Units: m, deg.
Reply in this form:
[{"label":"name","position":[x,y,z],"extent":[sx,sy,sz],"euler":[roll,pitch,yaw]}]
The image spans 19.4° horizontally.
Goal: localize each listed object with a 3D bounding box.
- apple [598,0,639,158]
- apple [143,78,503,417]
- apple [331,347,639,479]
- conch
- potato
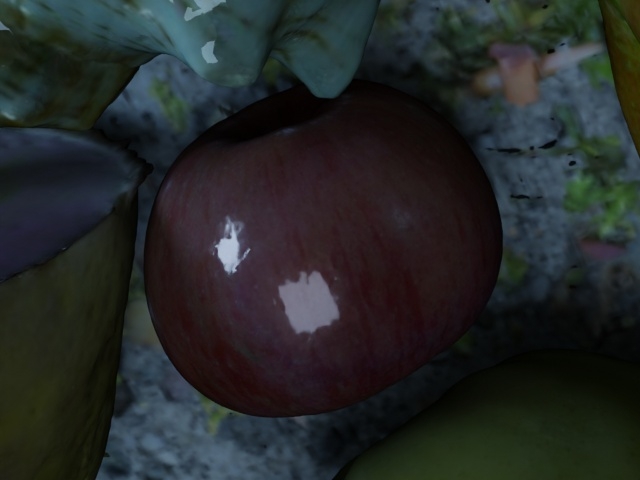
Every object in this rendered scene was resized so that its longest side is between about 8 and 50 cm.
[{"label":"apple","position":[0.215,-0.086,0.640],"extent":[0.226,0.246,0.246],"euler":[-24,117,4]},{"label":"apple","position":[0.000,0.000,0.769],"extent":[0.153,0.153,0.120],"euler":[-19,103,17]},{"label":"apple","position":[0.099,0.177,0.818],"extent":[0.262,0.262,0.262],"euler":[3,122,5]},{"label":"conch","position":[-0.048,-0.131,0.688],"extent":[0.386,0.170,0.203],"euler":[-29,133,23]},{"label":"potato","position":[-0.190,0.089,0.811],"extent":[0.229,0.229,0.266],"euler":[4,120,4]}]
